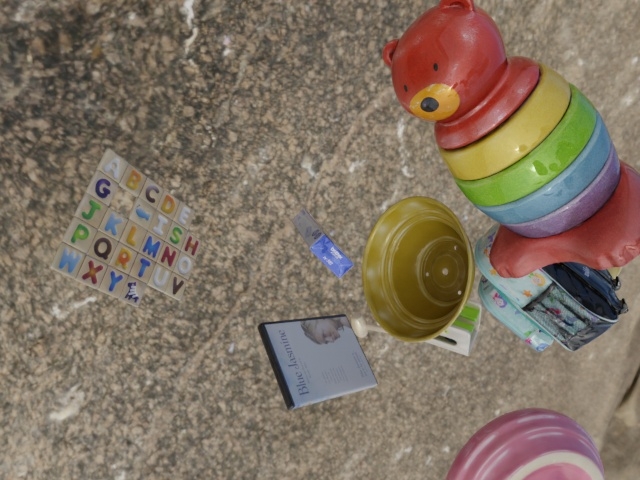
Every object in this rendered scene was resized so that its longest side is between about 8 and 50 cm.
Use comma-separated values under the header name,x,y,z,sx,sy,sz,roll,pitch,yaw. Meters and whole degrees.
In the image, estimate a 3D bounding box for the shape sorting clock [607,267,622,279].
name,x,y,z,sx,sy,sz,roll,pitch,yaw
shape sorting clock,0.585,0.011,1.105,0.040,0.206,0.206,-22,120,-30

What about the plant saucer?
name,x,y,z,sx,sy,sz,roll,pitch,yaw
plant saucer,0.377,0.470,0.864,0.332,0.084,0.332,-2,99,-14

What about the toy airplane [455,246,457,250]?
name,x,y,z,sx,sy,sz,roll,pitch,yaw
toy airplane,0.388,0.035,1.310,0.028,0.151,0.151,-12,121,6

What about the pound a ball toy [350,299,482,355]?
name,x,y,z,sx,sy,sz,roll,pitch,yaw
pound a ball toy,0.271,0.246,1.391,0.208,0.319,0.136,-50,144,-41

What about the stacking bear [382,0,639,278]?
name,x,y,z,sx,sy,sz,roll,pitch,yaw
stacking bear,0.188,-0.114,0.503,0.289,0.175,0.164,41,62,-20

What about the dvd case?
name,x,y,z,sx,sy,sz,roll,pitch,yaw
dvd case,-0.001,0.246,1.032,0.253,0.180,0.022,2,143,-44

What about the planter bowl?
name,x,y,z,sx,sy,sz,roll,pitch,yaw
planter bowl,0.168,0.046,0.749,0.090,0.217,0.217,7,101,-36

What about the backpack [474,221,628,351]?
name,x,y,z,sx,sy,sz,roll,pitch,yaw
backpack,0.415,0.067,0.939,0.191,0.253,0.225,-47,178,35

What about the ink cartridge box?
name,x,y,z,sx,sy,sz,roll,pitch,yaw
ink cartridge box,0.000,0.000,1.066,0.046,0.207,0.097,-43,113,3

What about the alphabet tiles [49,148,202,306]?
name,x,y,z,sx,sy,sz,roll,pitch,yaw
alphabet tiles,-0.289,0.001,0.786,0.237,0.009,0.198,43,55,-50
